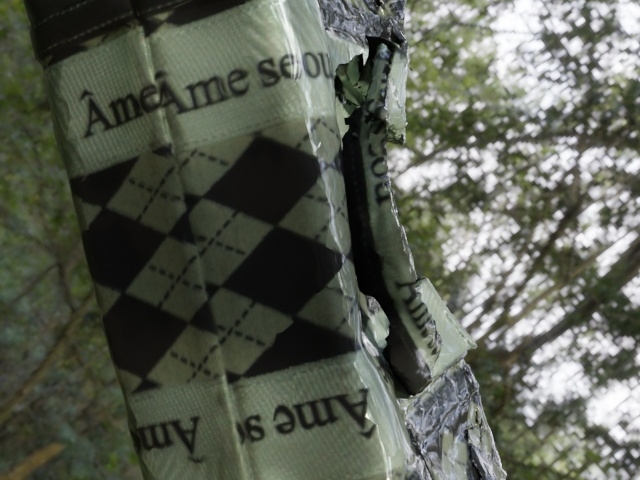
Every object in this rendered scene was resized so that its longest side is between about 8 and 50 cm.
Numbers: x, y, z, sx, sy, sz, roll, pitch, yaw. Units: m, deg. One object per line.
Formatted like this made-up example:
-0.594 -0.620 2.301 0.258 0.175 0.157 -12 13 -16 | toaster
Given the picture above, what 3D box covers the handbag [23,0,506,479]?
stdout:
0.000 0.000 0.636 0.317 0.180 0.416 -10 86 -68 | handbag
